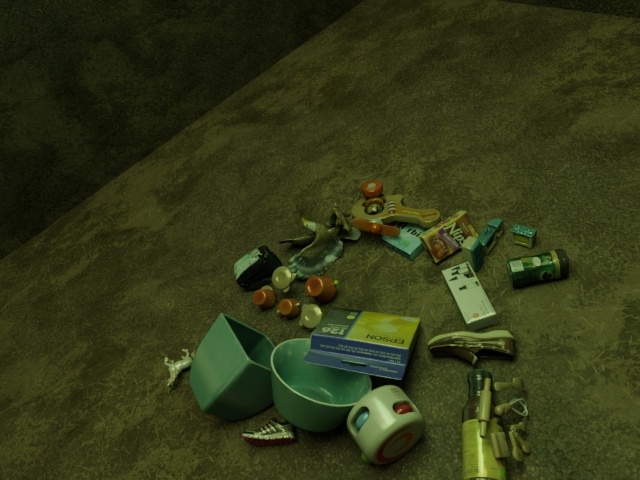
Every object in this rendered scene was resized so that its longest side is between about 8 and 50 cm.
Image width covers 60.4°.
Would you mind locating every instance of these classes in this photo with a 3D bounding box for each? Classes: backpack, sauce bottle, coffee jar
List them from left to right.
[{"bbox_3d":[-0.255,0.112,2.178,0.182,0.152,0.115,-36,36,8],"label":"backpack"},{"bbox_3d":[0.430,0.510,1.461,0.111,0.111,0.344,-7,47,20],"label":"sauce bottle"},{"bbox_3d":[0.698,0.087,1.762,0.184,0.096,0.079,-13,47,13],"label":"coffee jar"}]

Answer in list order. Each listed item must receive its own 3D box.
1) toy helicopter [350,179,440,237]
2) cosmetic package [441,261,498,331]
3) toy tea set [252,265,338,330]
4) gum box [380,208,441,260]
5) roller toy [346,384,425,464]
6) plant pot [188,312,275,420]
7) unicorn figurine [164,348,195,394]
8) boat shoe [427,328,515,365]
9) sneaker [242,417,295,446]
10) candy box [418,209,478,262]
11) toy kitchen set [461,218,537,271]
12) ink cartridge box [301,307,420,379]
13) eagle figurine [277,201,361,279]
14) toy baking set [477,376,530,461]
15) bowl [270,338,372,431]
[{"bbox_3d":[0.273,-0.095,2.062,0.355,0.140,0.235,11,43,32],"label":"toy helicopter"},{"bbox_3d":[0.484,0.181,1.798,0.099,0.060,0.239,-22,42,6],"label":"cosmetic package"},{"bbox_3d":[-0.087,0.205,2.041,0.336,0.124,0.200,14,85,31],"label":"toy tea set"},{"bbox_3d":[0.348,-0.025,2.082,0.184,0.041,0.157,-42,43,-16],"label":"gum box"},{"bbox_3d":[0.179,0.503,1.524,0.209,0.191,0.146,-30,47,-12],"label":"roller toy"},{"bbox_3d":[-0.281,0.436,1.792,0.252,0.248,0.247,-48,44,4],"label":"plant pot"},{"bbox_3d":[-0.520,0.461,2.005,0.162,0.060,0.111,-37,43,-11],"label":"unicorn figurine"},{"bbox_3d":[0.451,0.326,1.649,0.258,0.095,0.095,-10,51,17],"label":"boat shoe"},{"bbox_3d":[-0.158,0.589,1.705,0.171,0.063,0.074,-7,46,12],"label":"sneaker"},{"bbox_3d":[0.457,-0.015,1.964,0.187,0.109,0.053,-31,14,-6],"label":"candy box"},{"bbox_3d":[0.608,0.011,1.861,0.166,0.122,0.207,21,60,39],"label":"toy kitchen set"},{"bbox_3d":[0.134,0.304,1.702,0.304,0.072,0.307,6,15,17],"label":"ink cartridge box"},{"bbox_3d":[-0.009,-0.007,2.165,0.298,0.225,0.226,-48,-6,19],"label":"eagle figurine"},{"bbox_3d":[0.483,0.457,1.446,0.030,0.197,0.256,-29,35,43],"label":"toy baking set"},{"bbox_3d":[-0.020,0.449,1.646,0.312,0.163,0.311,17,22,-7],"label":"bowl"}]
